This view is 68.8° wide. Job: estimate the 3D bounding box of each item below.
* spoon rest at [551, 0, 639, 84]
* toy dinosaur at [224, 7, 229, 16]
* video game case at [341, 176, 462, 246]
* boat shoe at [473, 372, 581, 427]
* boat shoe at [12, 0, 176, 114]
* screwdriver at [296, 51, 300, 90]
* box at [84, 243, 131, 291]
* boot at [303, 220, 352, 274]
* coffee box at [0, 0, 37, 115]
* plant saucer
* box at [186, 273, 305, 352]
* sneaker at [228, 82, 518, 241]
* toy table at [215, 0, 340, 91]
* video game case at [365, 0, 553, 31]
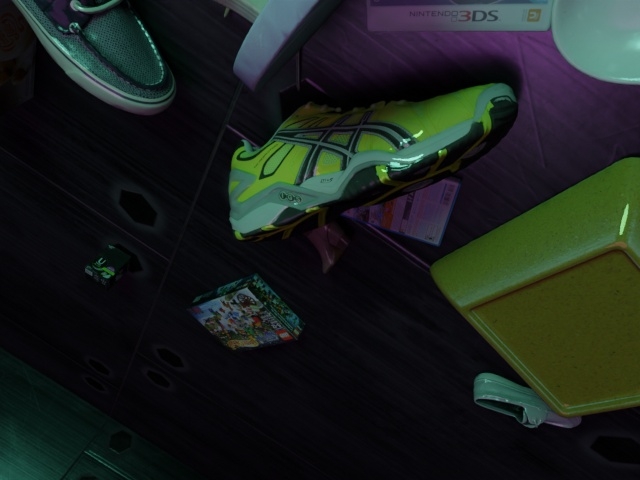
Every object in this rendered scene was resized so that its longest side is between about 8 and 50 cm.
[{"bbox_3d":[0.337,-0.181,0.378,0.277,0.084,0.137,16,135,15],"label":"spoon rest"},{"bbox_3d":[-0.115,-0.346,0.513,0.093,0.053,0.183,10,152,32],"label":"toy dinosaur"},{"bbox_3d":[0.105,-0.062,0.673,0.167,0.015,0.119,19,137,13],"label":"video game case"},{"bbox_3d":[0.363,0.296,0.828,0.184,0.063,0.066,23,137,9],"label":"boat shoe"},{"bbox_3d":[-0.299,-0.321,0.571,0.340,0.127,0.158,45,143,-14],"label":"boat shoe"},{"bbox_3d":[-0.027,-0.260,0.565,0.024,0.025,0.169,17,145,14],"label":"screwdriver"},{"bbox_3d":[-0.488,0.062,1.075,0.062,0.083,0.052,32,136,0],"label":"box"},{"bbox_3d":[0.000,0.000,0.777,0.087,0.042,0.118,36,137,4],"label":"boot"},{"bbox_3d":[-0.522,-0.303,0.708,0.098,0.141,0.246,38,137,-8],"label":"coffee box"},{"bbox_3d":[0.356,0.109,0.617,0.333,0.081,0.333,45,136,-6],"label":"plant saucer"},{"bbox_3d":[-0.167,0.167,1.021,0.233,0.044,0.159,-22,116,42],"label":"box"},{"bbox_3d":[0.033,-0.113,0.570,0.385,0.145,0.147,-18,82,23],"label":"sneaker"},{"bbox_3d":[-0.051,-0.251,0.387,0.161,0.252,0.274,44,155,-15],"label":"toy table"},{"bbox_3d":[0.128,-0.290,0.416,0.184,0.023,0.201,7,136,16],"label":"video game case"}]
